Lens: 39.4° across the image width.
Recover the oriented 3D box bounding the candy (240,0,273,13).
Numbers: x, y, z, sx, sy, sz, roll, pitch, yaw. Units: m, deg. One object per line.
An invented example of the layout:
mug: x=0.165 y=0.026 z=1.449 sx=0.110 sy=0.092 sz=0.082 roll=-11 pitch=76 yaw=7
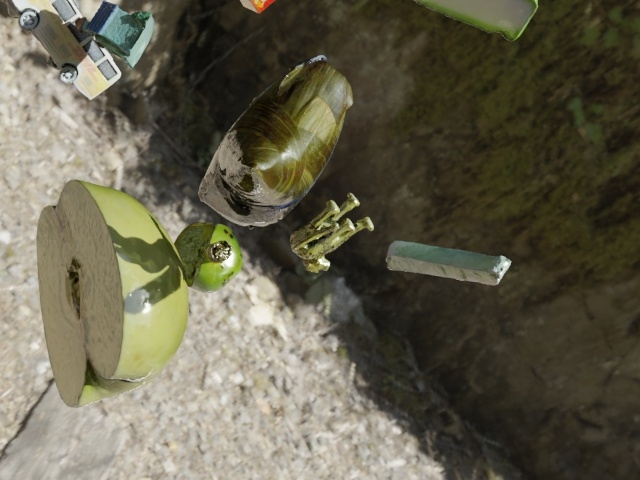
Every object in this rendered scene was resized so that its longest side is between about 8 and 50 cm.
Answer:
candy: x=-0.147 y=-0.565 z=2.060 sx=0.038 sy=0.062 sz=0.122 roll=52 pitch=-3 yaw=-31

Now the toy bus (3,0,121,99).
toy bus: x=-0.590 y=-0.474 z=2.022 sx=0.097 sy=0.138 sz=0.342 roll=45 pitch=-12 yaw=44

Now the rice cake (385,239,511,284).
rice cake: x=0.183 y=0.033 z=1.315 sx=0.043 sy=0.211 sz=0.034 roll=-48 pitch=128 yaw=-29

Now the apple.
apple: x=-0.382 y=0.081 z=1.518 sx=0.311 sy=0.320 sz=0.360 roll=52 pitch=22 yaw=-70

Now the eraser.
eraser: x=0.274 y=-0.454 z=1.547 sx=0.210 sy=0.092 sz=0.274 roll=23 pitch=32 yaw=-3

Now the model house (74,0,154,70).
model house: x=-0.452 y=-0.462 z=1.942 sx=0.149 sy=0.119 sz=0.148 roll=27 pitch=-1 yaw=-8

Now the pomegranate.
pomegranate: x=-0.212 y=0.036 z=1.784 sx=0.122 sy=0.169 sz=0.143 roll=35 pitch=63 yaw=-37

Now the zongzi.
zongzi: x=-0.054 y=-0.227 z=1.757 sx=0.208 sy=0.432 sz=0.403 roll=37 pitch=77 yaw=-3

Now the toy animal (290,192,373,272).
toy animal: x=0.000 y=0.000 z=1.366 sx=0.073 sy=0.136 sz=0.181 roll=52 pitch=17 yaw=5
